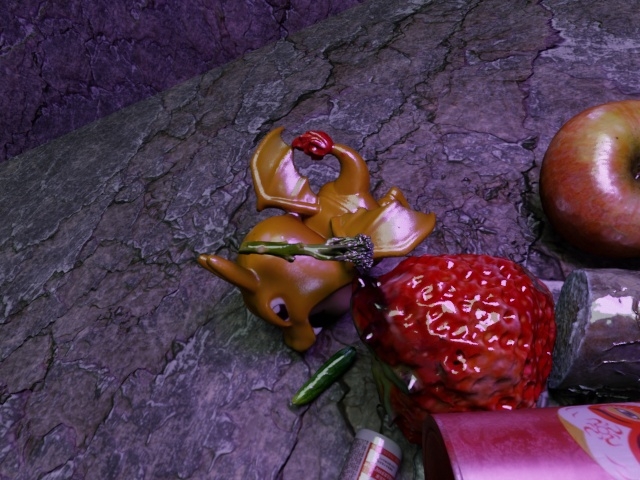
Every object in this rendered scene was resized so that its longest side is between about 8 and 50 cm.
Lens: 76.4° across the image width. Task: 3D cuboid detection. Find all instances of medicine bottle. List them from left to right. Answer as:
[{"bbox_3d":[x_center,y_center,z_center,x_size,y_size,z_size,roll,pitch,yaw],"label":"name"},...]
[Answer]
[{"bbox_3d":[0.065,0.364,0.603,0.079,0.079,0.140,11,52,28],"label":"medicine bottle"}]

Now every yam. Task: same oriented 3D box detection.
[{"bbox_3d":[0.508,0.140,0.598,0.271,0.201,0.202,8,51,18],"label":"yam"}]

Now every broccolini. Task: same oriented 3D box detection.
[{"bbox_3d":[-0.022,0.009,0.651,0.216,0.067,0.058,4,60,13],"label":"broccolini"}]

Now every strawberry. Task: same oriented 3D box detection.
[{"bbox_3d":[0.215,0.154,0.605,0.310,0.291,0.291,-10,45,12],"label":"strawberry"}]

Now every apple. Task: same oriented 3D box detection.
[{"bbox_3d":[0.571,-0.107,0.788,0.278,0.250,0.309,19,76,15],"label":"apple"}]

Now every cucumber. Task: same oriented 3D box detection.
[{"bbox_3d":[0.013,0.249,0.763,0.168,0.039,0.039,-39,47,-16],"label":"cucumber"}]

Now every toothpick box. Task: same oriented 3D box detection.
[{"bbox_3d":[0.289,0.269,0.403,0.334,0.204,0.204,-4,46,3],"label":"toothpick box"}]

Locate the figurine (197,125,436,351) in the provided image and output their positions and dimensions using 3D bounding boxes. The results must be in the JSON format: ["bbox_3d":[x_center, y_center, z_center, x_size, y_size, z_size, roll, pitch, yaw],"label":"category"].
[{"bbox_3d":[-0.026,-0.016,0.828,0.401,0.268,0.387,39,74,17],"label":"figurine"}]

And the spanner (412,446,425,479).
[{"bbox_3d":[0.112,0.421,0.578,0.054,0.015,0.254,16,54,33],"label":"spanner"}]
